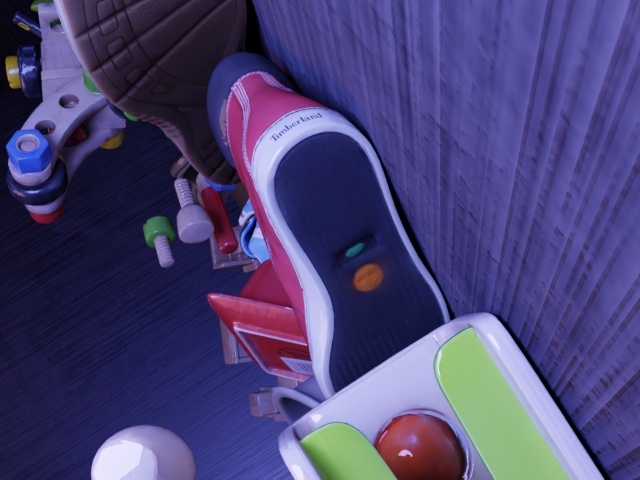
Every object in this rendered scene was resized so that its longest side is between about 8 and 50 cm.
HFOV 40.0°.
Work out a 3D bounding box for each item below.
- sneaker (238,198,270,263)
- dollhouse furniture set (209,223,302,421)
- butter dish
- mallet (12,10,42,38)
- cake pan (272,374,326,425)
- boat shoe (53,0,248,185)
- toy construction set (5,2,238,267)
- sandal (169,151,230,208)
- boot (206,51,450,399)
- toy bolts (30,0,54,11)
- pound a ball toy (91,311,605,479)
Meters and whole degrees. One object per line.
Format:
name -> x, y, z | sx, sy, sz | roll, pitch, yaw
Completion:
sneaker -> -0.054, -0.023, 0.942 | 0.085, 0.086, 0.237 | 57, 177, -11
dollhouse furniture set -> 0.000, 0.094, 1.267 | 0.356, 0.174, 0.303 | -18, 80, 60
butter dish -> 0.001, 0.061, 0.807 | 0.160, 0.118, 0.160 | 9, 151, 21
mallet -> -0.282, -0.212, 1.060 | 0.190, 0.039, 0.062 | 27, 150, -10
cake pan -> 0.085, 0.204, 0.719 | 0.293, 0.054, 0.293 | 38, 163, 14
boat shoe -> -0.103, -0.141, 0.587 | 0.098, 0.109, 0.302 | 54, 180, 24
toy construction set -> -0.202, -0.137, 0.971 | 0.237, 0.258, 0.309 | 68, -174, 33
sandal -> -0.159, -0.117, 1.385 | 0.086, 0.120, 0.303 | 29, 171, 9
boot -> 0.000, 0.000, 0.576 | 0.176, 0.088, 0.244 | 51, 164, 56
toy bolts -> -0.231, -0.273, 1.132 | 0.218, 0.158, 0.228 | 17, 158, 4
pound a ball toy -> 0.055, 0.187, 0.459 | 0.319, 0.208, 0.136 | 56, 175, 5
